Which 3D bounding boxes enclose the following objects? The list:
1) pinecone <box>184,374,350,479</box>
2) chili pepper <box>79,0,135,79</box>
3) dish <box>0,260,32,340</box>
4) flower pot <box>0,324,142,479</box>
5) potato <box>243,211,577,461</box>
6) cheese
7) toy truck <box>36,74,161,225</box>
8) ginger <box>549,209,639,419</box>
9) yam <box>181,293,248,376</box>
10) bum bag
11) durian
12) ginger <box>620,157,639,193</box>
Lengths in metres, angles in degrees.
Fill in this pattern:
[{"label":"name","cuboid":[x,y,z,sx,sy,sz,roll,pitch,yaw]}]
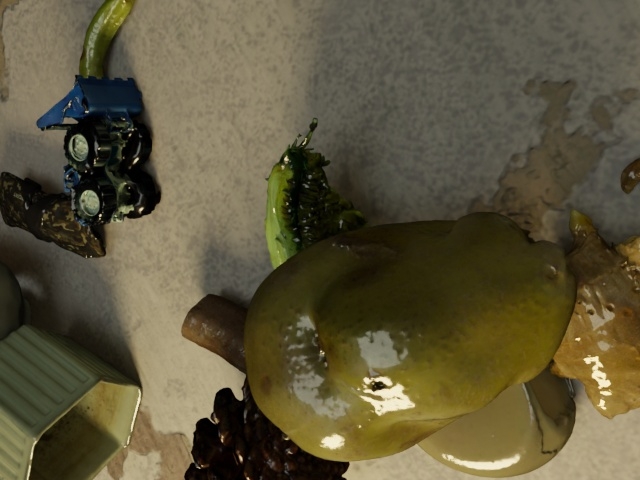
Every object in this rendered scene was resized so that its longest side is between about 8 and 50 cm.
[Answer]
[{"label":"pinecone","cuboid":[-0.075,0.288,0.851,0.221,0.221,0.221,6,103,28]},{"label":"chili pepper","cuboid":[-0.310,-0.304,0.963,0.049,0.043,0.208,43,117,29]},{"label":"dish","cuboid":[-0.576,0.148,1.124,0.303,0.120,0.303,-19,60,38]},{"label":"flower pot","cuboid":[-0.426,0.267,1.042,0.190,0.239,0.209,27,82,23]},{"label":"potato","cuboid":[0.081,0.088,0.670,0.351,0.202,0.218,-30,53,23]},{"label":"cheese","cuboid":[0.177,0.182,0.760,0.202,0.091,0.175,-17,89,31]},{"label":"toy truck","cuboid":[-0.320,-0.128,0.963,0.126,0.113,0.208,2,99,30]},{"label":"ginger","cuboid":[0.291,0.071,0.668,0.157,0.102,0.216,-22,88,26]},{"label":"yam","cuboid":[-0.123,0.128,0.921,0.127,0.084,0.084,27,111,21]},{"label":"bum bag","cuboid":[-0.440,-0.042,1.069,0.248,0.069,0.102,15,143,24]},{"label":"durian","cuboid":[-0.004,0.004,0.802,0.132,0.107,0.375,42,143,41]},{"label":"ginger","cuboid":[0.338,-0.079,0.653,0.048,0.030,0.097,43,118,17]}]
